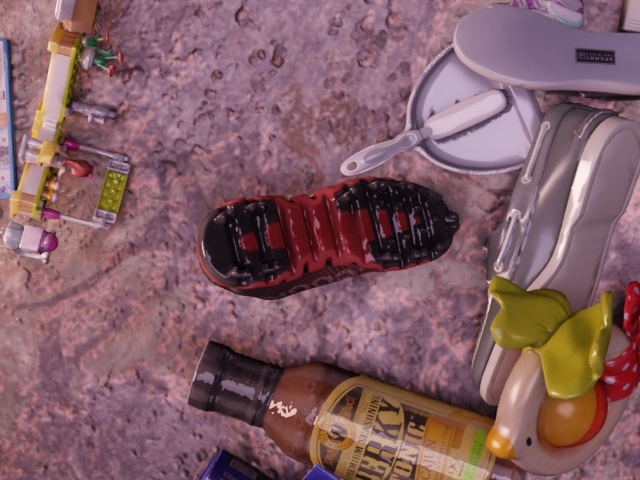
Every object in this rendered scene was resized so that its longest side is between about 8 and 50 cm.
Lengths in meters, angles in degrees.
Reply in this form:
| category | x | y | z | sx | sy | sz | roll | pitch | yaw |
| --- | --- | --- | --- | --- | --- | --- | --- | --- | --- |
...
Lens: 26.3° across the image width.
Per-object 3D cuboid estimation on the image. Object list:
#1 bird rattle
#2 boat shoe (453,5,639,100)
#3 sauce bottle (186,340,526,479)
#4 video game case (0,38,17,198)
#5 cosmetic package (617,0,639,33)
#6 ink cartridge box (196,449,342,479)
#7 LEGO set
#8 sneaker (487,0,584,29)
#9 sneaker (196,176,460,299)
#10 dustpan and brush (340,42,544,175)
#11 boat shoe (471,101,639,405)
| category | x | y | z | sx | sy | sz | roll | pitch | yaw |
| --- | --- | --- | --- | --- | --- | --- | --- | --- | --- |
| bird rattle | 0.246 | 0.127 | 1.316 | 0.143 | 0.253 | 0.207 | 32 | 101 | 37 |
| boat shoe | 0.241 | -0.178 | 1.363 | 0.229 | 0.076 | 0.080 | 3 | 77 | -5 |
| sauce bottle | 0.036 | 0.190 | 1.383 | 0.344 | 0.111 | 0.111 | 17 | 94 | 2 |
| video game case | -0.381 | -0.125 | 1.433 | 0.119 | 0.015 | 0.166 | -2 | 93 | 3 |
| cosmetic package | 0.339 | -0.260 | 1.370 | 0.060 | 0.041 | 0.115 | 10 | 94 | 3 |
| ink cartridge box | -0.074 | 0.403 | 1.386 | 0.270 | 0.151 | 0.395 | 34 | 93 | 1 |
| LEGO set | -0.236 | -0.114 | 1.377 | 0.107 | 0.132 | 0.287 | 15 | 88 | -6 |
| sneaker | 0.219 | -0.250 | 1.382 | 0.098 | 0.038 | 0.069 | 6 | 92 | -7 |
| sneaker | 0.000 | 0.000 | 1.381 | 0.276 | 0.135 | 0.097 | -8 | 80 | -19 |
| dustpan and brush | 0.118 | -0.114 | 1.382 | 0.211 | 0.060 | 0.147 | -24 | 92 | 4 |
| boat shoe | 0.220 | 0.012 | 1.377 | 0.099 | 0.116 | 0.319 | 34 | 110 | 40 |
